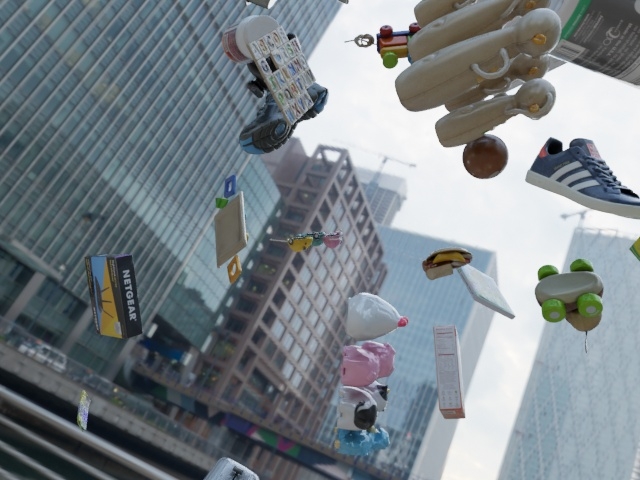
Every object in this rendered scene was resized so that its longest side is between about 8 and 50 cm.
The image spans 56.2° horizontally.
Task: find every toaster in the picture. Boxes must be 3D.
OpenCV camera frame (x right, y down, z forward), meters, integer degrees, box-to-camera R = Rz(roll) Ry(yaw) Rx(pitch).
[{"bbox_3d":[-0.226,0.603,1.350,0.129,0.146,0.227,27,-57,8],"label":"toaster"}]

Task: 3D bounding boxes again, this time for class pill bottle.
[{"bbox_3d":[0.596,-0.398,1.117,0.361,0.204,0.204,19,-23,-4],"label":"pill bottle"},{"bbox_3d":[-0.195,-0.572,1.705,0.121,0.121,0.221,40,-7,-27],"label":"pill bottle"}]

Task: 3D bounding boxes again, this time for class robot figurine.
[{"bbox_3d":[-0.167,-0.631,2.153,0.209,0.174,0.278,-13,-12,11],"label":"robot figurine"}]

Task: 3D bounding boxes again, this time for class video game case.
[{"bbox_3d":[0.555,0.163,2.037,0.212,0.193,0.023,26,-62,-32],"label":"video game case"}]

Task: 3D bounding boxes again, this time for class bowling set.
[{"bbox_3d":[0.200,-0.179,0.660,0.154,0.287,0.200,-20,-56,28],"label":"bowling set"}]

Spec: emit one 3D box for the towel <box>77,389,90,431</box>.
[{"bbox_3d":[-0.564,0.404,1.426,0.009,0.083,0.060,-4,-44,-6],"label":"towel"}]

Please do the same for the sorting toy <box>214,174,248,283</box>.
[{"bbox_3d":[-0.266,-0.028,1.830,0.047,0.348,0.196,10,-31,-33],"label":"sorting toy"}]

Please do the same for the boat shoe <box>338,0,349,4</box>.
[{"bbox_3d":[0.034,-0.478,1.115,0.046,0.038,0.125,24,5,14],"label":"boat shoe"}]

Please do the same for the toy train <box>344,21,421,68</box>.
[{"bbox_3d":[0.195,-0.559,1.773,0.248,0.143,0.105,-4,-44,5],"label":"toy train"}]

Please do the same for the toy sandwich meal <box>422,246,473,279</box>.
[{"bbox_3d":[0.209,0.039,0.983,0.085,0.029,0.085,-1,-27,-1],"label":"toy sandwich meal"}]

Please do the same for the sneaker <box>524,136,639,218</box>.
[{"bbox_3d":[0.637,-0.157,1.407,0.131,0.148,0.350,9,17,-33],"label":"sneaker"}]

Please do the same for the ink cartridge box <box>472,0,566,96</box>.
[{"bbox_3d":[0.509,-0.614,1.580,0.308,0.091,0.385,-17,-77,58],"label":"ink cartridge box"}]

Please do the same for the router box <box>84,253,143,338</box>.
[{"bbox_3d":[-0.455,0.120,1.317,0.133,0.179,0.046,-2,8,41],"label":"router box"}]

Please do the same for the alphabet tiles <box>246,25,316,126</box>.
[{"bbox_3d":[-0.076,-0.397,1.413,0.009,0.237,0.198,-18,-68,30],"label":"alphabet tiles"}]

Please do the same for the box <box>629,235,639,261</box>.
[{"bbox_3d":[0.679,0.067,1.137,0.105,0.179,0.043,20,-62,-15],"label":"box"}]

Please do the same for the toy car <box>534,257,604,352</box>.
[{"bbox_3d":[0.596,0.167,1.407,0.149,0.155,0.188,-13,-58,23],"label":"toy car"}]

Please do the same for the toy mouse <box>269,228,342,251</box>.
[{"bbox_3d":[0.000,0.000,1.260,0.161,0.031,0.143,-1,9,39],"label":"toy mouse"}]

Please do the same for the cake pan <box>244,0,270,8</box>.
[{"bbox_3d":[-0.077,-0.657,1.372,0.054,0.293,0.293,32,-24,-11],"label":"cake pan"}]

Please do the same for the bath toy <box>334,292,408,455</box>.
[{"bbox_3d":[0.104,0.274,1.247,0.129,0.348,0.151,4,18,1],"label":"bath toy"}]

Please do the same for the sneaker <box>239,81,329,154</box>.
[{"bbox_3d":[-0.131,-0.382,1.814,0.139,0.341,0.125,39,-30,20],"label":"sneaker"}]

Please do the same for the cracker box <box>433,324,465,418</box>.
[{"bbox_3d":[0.361,0.370,1.679,0.067,0.232,0.156,-6,-26,15],"label":"cracker box"}]
